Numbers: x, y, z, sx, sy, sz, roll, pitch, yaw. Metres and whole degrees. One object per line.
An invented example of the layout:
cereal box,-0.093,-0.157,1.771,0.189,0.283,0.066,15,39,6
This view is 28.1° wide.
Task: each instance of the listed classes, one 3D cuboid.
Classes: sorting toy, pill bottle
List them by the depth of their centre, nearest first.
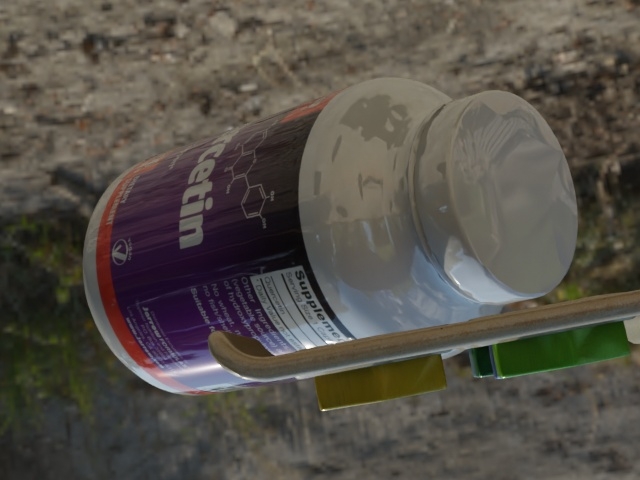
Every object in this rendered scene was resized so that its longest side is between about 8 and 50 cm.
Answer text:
sorting toy,0.062,0.052,0.590,0.208,0.038,0.193,-6,174,1
pill bottle,0.000,0.000,0.848,0.323,0.181,0.182,-15,166,43
